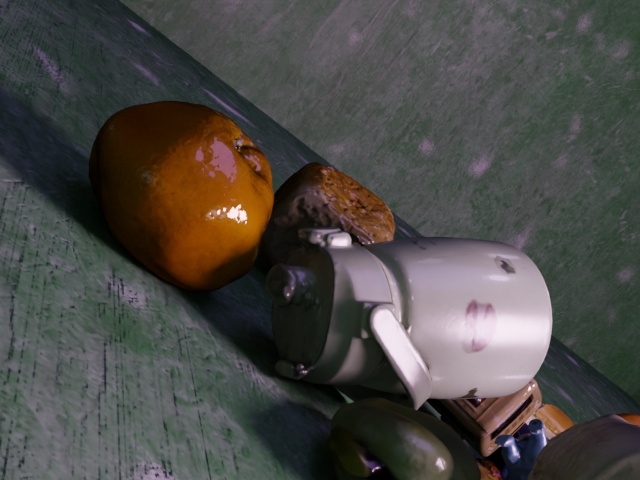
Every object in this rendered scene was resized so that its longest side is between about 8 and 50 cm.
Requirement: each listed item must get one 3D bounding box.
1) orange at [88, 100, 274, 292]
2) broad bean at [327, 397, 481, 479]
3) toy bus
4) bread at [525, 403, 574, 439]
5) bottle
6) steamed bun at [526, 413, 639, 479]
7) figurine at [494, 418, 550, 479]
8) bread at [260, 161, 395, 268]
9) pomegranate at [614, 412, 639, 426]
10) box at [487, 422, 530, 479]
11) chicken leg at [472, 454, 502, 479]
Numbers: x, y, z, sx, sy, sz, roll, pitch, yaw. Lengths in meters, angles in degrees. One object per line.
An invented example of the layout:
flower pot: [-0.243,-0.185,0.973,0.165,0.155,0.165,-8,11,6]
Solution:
orange: [-0.160,-0.067,1.123,0.249,0.183,0.249,40,8,-7]
broad bean: [0.081,0.223,0.980,0.169,0.100,0.228,29,3,31]
toy bus: [0.179,0.167,1.397,0.289,0.139,0.157,46,-7,25]
bread: [0.427,0.354,1.765,0.106,0.082,0.125,37,5,23]
bottle: [0.091,0.102,1.152,0.352,0.229,0.229,3,31,-36]
steamed bun: [0.345,0.375,0.936,0.383,0.236,0.247,48,0,6]
figurine: [0.280,0.326,1.226,0.178,0.114,0.144,65,23,-22]
bread: [0.000,0.000,1.474,0.196,0.176,0.246,37,19,-7]
pomegranate: [0.560,0.408,1.722,0.191,0.191,0.191,39,10,-8]
box: [0.367,0.378,1.456,0.259,0.071,0.168,40,10,-9]
chicken leg: [0.169,0.295,1.149,0.106,0.051,0.253,36,9,16]
